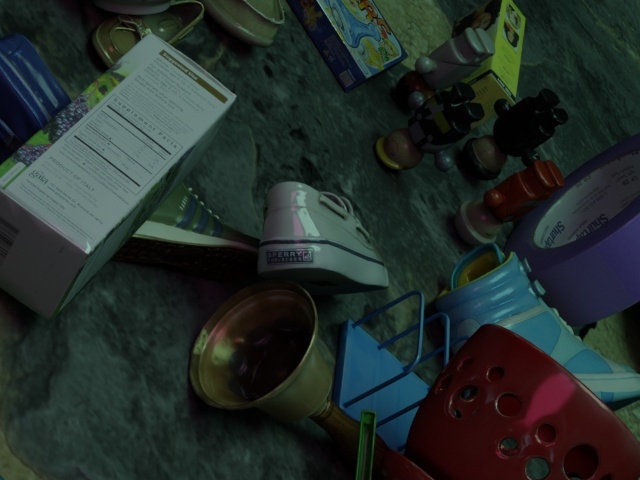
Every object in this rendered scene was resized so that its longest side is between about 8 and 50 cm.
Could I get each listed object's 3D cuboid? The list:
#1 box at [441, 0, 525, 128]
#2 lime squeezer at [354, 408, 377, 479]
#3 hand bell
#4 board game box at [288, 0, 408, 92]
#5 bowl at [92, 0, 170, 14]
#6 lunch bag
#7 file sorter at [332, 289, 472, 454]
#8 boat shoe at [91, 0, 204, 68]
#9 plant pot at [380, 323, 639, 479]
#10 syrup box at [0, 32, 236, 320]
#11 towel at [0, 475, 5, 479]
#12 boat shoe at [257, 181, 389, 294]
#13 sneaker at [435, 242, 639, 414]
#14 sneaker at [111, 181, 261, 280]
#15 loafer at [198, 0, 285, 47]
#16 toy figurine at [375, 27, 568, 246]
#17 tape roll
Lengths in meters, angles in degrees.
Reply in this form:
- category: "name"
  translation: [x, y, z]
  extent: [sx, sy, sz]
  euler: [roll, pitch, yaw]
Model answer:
- category: "box"
  translation: [0.218, -0.241, 1.975]
  extent: [0.058, 0.087, 0.232]
  euler: [47, 31, -23]
- category: "lime squeezer"
  translation: [0.021, 0.286, 1.211]
  extent: [0.310, 0.059, 0.110]
  euler: [-81, 159, -49]
- category: "hand bell"
  translation: [0.001, 0.153, 1.313]
  extent: [0.242, 0.126, 0.126]
  euler: [49, 29, -41]
- category: "board game box"
  translation: [0.015, -0.282, 1.761]
  extent: [0.201, 0.035, 0.136]
  euler: [57, 30, -2]
- category: "bowl"
  translation: [-0.175, -0.261, 1.391]
  extent: [0.170, 0.080, 0.170]
  euler: [5, 26, -3]
- category: "lunch bag"
  translation: [-0.250, -0.108, 1.184]
  extent: [0.098, 0.067, 0.065]
  euler: [54, 31, -10]
- category: "file sorter"
  translation: [0.109, 0.147, 1.443]
  extent: [0.170, 0.104, 0.118]
  euler: [41, 34, -27]
- category: "boat shoe"
  translation: [-0.163, -0.200, 1.412]
  extent: [0.056, 0.048, 0.153]
  euler: [58, 30, 0]
- category: "plant pot"
  translation: [0.158, 0.194, 1.294]
  extent: [0.191, 0.174, 0.191]
  euler: [44, -9, 9]
- category: "syrup box"
  translation: [-0.171, -0.055, 1.164]
  extent: [0.096, 0.093, 0.237]
  euler: [37, 44, -1]
- category: "towel"
  translation: [-0.330, 0.145, 0.872]
  extent: [0.370, 0.040, 0.271]
  euler: [48, 31, -13]
- category: "boat shoe"
  translation: [0.000, 0.000, 1.356]
  extent: [0.267, 0.096, 0.088]
  euler: [22, 66, -71]
- category: "sneaker"
  translation: [0.249, 0.104, 1.670]
  extent: [0.319, 0.127, 0.208]
  euler: [9, 57, -54]
- category: "sneaker"
  translation: [-0.120, -0.022, 1.297]
  extent: [0.192, 0.064, 0.086]
  euler: [13, 57, -47]
- category: "loafer"
  translation: [-0.095, -0.333, 1.588]
  extent: [0.102, 0.092, 0.268]
  euler: [6, 58, -54]
- category: "toy figurine"
  translation: [0.178, -0.123, 1.762]
  extent: [0.209, 0.148, 0.213]
  euler: [37, 38, -22]
- category: "tape roll"
  translation: [0.356, -0.020, 1.785]
  extent: [0.090, 0.275, 0.275]
  euler: [51, 31, -14]
